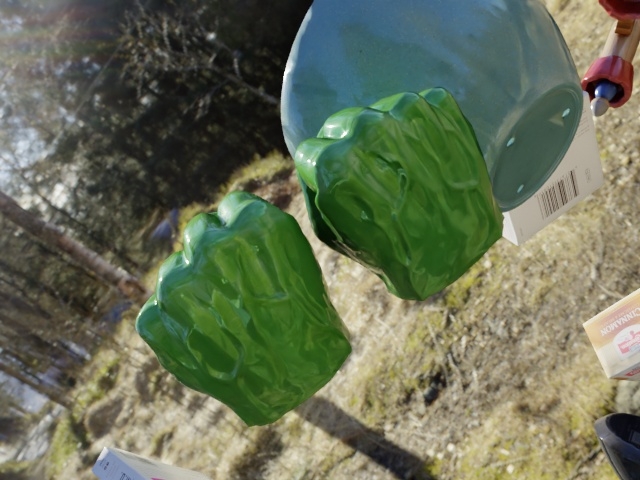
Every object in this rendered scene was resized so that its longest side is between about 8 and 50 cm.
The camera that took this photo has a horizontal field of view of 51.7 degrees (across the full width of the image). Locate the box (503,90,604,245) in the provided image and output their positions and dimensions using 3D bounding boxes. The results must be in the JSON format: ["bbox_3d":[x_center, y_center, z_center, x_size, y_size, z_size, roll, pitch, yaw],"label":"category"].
[{"bbox_3d":[0.320,-0.125,1.023,0.181,0.182,0.119,-35,37,-7],"label":"box"}]

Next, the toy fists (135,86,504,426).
[{"bbox_3d":[0.000,0.000,0.474,0.279,0.142,0.096,-37,32,-5],"label":"toy fists"}]

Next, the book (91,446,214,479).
[{"bbox_3d":[-0.069,0.178,0.420,0.144,0.096,0.035,15,72,42],"label":"book"}]

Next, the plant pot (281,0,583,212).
[{"bbox_3d":[0.134,-0.133,0.650,0.195,0.290,0.290,41,97,34],"label":"plant pot"}]

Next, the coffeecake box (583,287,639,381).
[{"bbox_3d":[0.396,0.091,0.691,0.142,0.185,0.068,-46,45,39],"label":"coffeecake box"}]

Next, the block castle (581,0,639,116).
[{"bbox_3d":[0.644,-0.280,0.990,0.213,0.453,0.303,-64,-22,-19],"label":"block castle"}]

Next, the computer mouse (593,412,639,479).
[{"bbox_3d":[0.334,0.227,0.501,0.184,0.261,0.060,-15,-58,-64],"label":"computer mouse"}]
